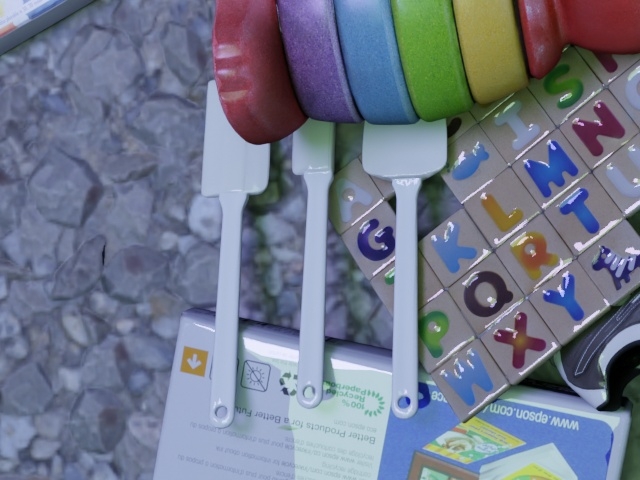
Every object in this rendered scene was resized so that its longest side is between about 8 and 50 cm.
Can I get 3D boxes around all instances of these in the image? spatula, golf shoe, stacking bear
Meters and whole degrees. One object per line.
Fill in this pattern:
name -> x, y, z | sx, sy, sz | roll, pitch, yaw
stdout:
spatula -> 0.000, 0.000, 1.254 | 0.168, 0.019, 0.242 | -3, 71, 13
golf shoe -> 0.231, 0.033, 1.201 | 0.198, 0.077, 0.094 | -37, 52, 19
stacking bear -> 0.090, -0.155, 1.187 | 0.289, 0.164, 0.175 | -7, 73, 10

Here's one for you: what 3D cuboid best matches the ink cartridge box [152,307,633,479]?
ink cartridge box -> 0.029, 0.224, 1.279 | 0.303, 0.072, 0.307 | 12, 98, 11

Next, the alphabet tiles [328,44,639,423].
alphabet tiles -> 0.130, -0.032, 1.228 | 0.237, 0.009, 0.198 | -40, 60, 12

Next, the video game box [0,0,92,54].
video game box -> -0.225, -0.233, 1.320 | 0.205, 0.048, 0.187 | -28, 84, 13
